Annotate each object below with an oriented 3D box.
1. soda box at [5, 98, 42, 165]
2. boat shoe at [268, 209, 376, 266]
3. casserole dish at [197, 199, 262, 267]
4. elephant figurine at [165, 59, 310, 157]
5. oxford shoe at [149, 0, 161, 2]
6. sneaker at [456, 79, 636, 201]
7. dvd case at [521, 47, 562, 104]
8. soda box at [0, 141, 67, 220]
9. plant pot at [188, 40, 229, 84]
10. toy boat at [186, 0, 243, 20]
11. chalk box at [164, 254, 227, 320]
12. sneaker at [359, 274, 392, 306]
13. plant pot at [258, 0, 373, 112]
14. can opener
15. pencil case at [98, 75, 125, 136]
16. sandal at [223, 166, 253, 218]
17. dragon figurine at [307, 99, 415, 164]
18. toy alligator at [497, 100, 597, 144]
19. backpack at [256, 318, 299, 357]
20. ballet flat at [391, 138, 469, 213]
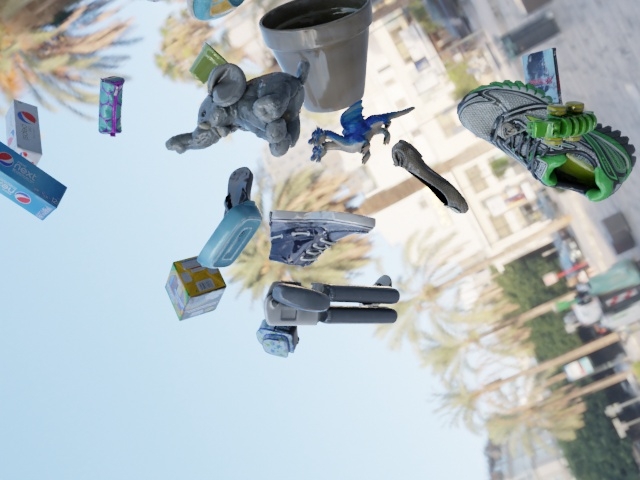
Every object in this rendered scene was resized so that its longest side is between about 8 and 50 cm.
[{"bbox_3d":[-0.823,-0.293,2.189,0.073,0.069,0.216,15,-141,-37],"label":"soda box"},{"bbox_3d":[0.000,0.000,2.236,0.127,0.340,0.158,11,-97,-55],"label":"boat shoe"},{"bbox_3d":[-0.191,-0.004,1.717,0.037,0.188,0.114,43,-162,21],"label":"casserole dish"},{"bbox_3d":[-0.163,-0.259,1.536,0.186,0.239,0.170,-47,-37,-54],"label":"elephant figurine"},{"bbox_3d":[-0.355,-0.514,1.440,0.397,0.146,0.141,-163,61,-74],"label":"oxford shoe"},{"bbox_3d":[0.411,-0.189,1.477,0.146,0.343,0.134,-47,-24,-42],"label":"sneaker"},{"bbox_3d":[0.465,-0.337,1.659,0.087,0.013,0.120,2,104,58],"label":"dvd case"},{"bbox_3d":[-0.664,-0.138,1.714,0.210,0.067,0.071,39,-139,-27],"label":"soda box"},{"bbox_3d":[-0.272,-0.420,1.898,0.083,0.079,0.083,42,-173,-6],"label":"plant pot"},{"bbox_3d":[-0.269,-0.673,2.022,0.148,0.267,0.318,52,-159,18],"label":"toy boat"},{"bbox_3d":[-0.395,0.154,2.461,0.132,0.213,0.132,-16,-113,-30],"label":"chalk box"},{"bbox_3d":[0.110,0.105,1.558,0.109,0.040,0.044,-53,-25,-33],"label":"sneaker"},{"bbox_3d":[0.009,-0.533,2.283,0.323,0.323,0.281,-91,-11,-58],"label":"plant pot"},{"bbox_3d":[0.027,0.112,1.339,0.280,0.093,0.074,5,-85,-38],"label":"can opener"},{"bbox_3d":[-0.556,-0.357,2.098,0.064,0.152,0.070,-7,-152,-33],"label":"pencil case"},{"bbox_3d":[-0.233,-0.109,2.179,0.054,0.097,0.255,51,-157,-45],"label":"sandal"},{"bbox_3d":[0.099,-0.284,1.945,0.144,0.289,0.085,41,167,22],"label":"dragon figurine"},{"bbox_3d":[0.349,-0.168,1.165,0.051,0.189,0.056,32,129,53],"label":"toy alligator"},{"bbox_3d":[-0.128,0.280,2.289,0.105,0.114,0.084,85,-157,-47],"label":"backpack"},{"bbox_3d":[0.249,-0.134,1.820,0.250,0.058,0.084,41,169,-25],"label":"ballet flat"}]
